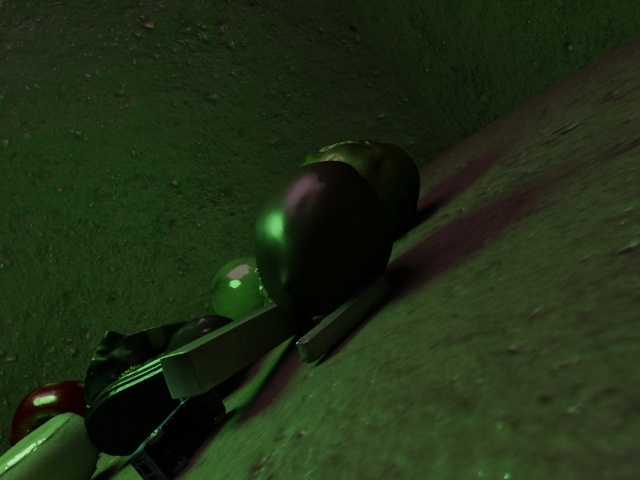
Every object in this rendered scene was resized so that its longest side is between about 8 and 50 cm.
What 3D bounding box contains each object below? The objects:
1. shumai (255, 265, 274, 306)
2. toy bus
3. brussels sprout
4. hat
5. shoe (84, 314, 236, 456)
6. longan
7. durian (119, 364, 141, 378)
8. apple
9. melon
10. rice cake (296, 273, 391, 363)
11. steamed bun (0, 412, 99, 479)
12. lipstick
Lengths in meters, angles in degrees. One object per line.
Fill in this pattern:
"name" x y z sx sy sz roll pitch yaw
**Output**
"shumai" -0.075 0.113 1.176 0.206 0.175 0.166 -35 1 -20
"toy bus" -0.234 0.318 0.781 0.076 0.073 0.167 -36 3 29
"brussels sprout" 0.120 -0.133 1.416 0.362 0.342 0.425 -6 21 25
"hat" -0.468 0.392 1.383 0.366 0.382 0.257 86 -171 -60
"shoe" -0.349 0.324 1.092 0.384 0.171 0.237 -35 10 10
"longan" 0.000 0.000 0.910 0.288 0.288 0.350 -38 -20 -19
"durian" -0.448 0.404 1.231 0.137 0.158 0.168 -21 -18 20
"apple" -0.844 0.607 1.556 0.288 0.288 0.317 -38 -11 -11
"melon" -0.266 0.181 1.695 0.308 0.271 0.272 -44 -1 29
"rice cake" 0.042 0.127 0.778 0.207 0.047 0.036 -38 7 -30
"steamed bun" -0.622 0.531 1.040 0.283 0.177 0.283 -35 7 5
"lipstick" -0.140 0.188 0.907 0.076 0.079 0.372 -19 -1 28
